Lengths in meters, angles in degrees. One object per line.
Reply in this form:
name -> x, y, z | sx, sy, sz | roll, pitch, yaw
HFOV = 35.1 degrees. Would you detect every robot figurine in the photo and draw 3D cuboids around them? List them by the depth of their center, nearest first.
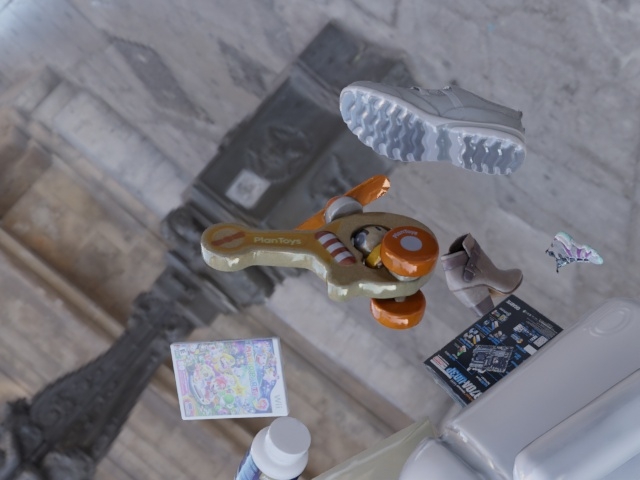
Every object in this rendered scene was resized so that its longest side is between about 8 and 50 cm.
robot figurine -> 0.200, 0.182, 0.754 | 0.200, 0.353, 0.300 | 49, 170, 30

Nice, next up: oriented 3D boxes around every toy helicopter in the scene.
toy helicopter -> 0.000, 0.000, 1.516 | 0.355, 0.235, 0.140 | 2, 132, -6

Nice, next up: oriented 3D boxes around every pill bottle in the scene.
pill bottle -> -0.074, 0.356, 1.626 | 0.094, 0.094, 0.169 | 37, 136, 11

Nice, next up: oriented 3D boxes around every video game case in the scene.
video game case -> -0.098, 0.149, 1.091 | 0.122, 0.087, 0.011 | -5, -170, 14

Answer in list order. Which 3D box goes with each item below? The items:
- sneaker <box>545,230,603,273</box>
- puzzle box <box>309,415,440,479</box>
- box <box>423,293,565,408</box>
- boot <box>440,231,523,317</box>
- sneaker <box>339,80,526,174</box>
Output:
sneaker -> 0.443, 0.034, 1.784 | 0.098, 0.069, 0.038 | 33, 170, 36
puzzle box -> 0.098, 0.475, 1.711 | 0.052, 0.272, 0.409 | 57, -169, -16
box -> 0.264, 0.177, 1.426 | 0.051, 0.175, 0.220 | 55, 175, -24
boot -> 0.185, 0.030, 1.161 | 0.042, 0.118, 0.087 | -22, 100, 42
sneaker -> 0.166, -0.178, 1.490 | 0.281, 0.115, 0.105 | 18, 138, 2
